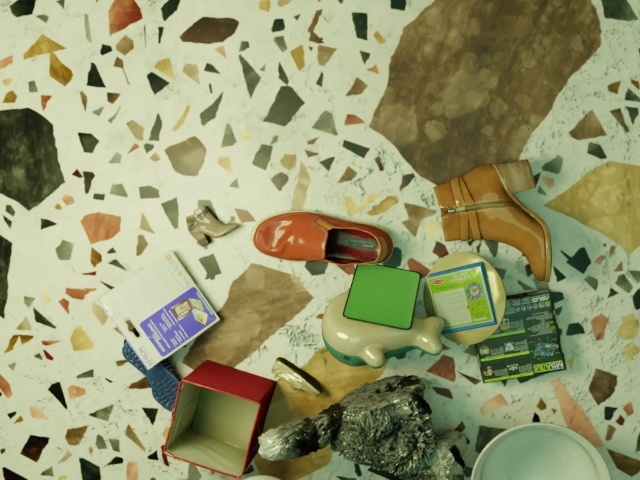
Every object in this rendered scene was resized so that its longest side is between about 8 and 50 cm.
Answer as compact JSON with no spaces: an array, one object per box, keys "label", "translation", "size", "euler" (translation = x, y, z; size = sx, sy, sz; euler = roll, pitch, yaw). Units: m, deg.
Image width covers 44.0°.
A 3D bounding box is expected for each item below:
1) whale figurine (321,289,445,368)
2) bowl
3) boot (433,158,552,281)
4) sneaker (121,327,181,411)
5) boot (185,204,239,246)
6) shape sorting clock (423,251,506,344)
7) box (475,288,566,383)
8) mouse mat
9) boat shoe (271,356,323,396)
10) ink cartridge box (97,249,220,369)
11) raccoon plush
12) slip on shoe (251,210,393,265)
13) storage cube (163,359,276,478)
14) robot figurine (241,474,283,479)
[{"label":"whale figurine","translation":[0.138,0.212,1.773],"size":[0.271,0.216,0.141],"euler":[7,133,6]},{"label":"bowl","translation":[0.482,0.529,1.761],"size":[0.297,0.134,0.298],"euler":[1,96,8]},{"label":"boot","translation":[0.380,-0.025,1.737],"size":[0.220,0.109,0.284],"euler":[-16,91,8]},{"label":"sneaker","translation":[-0.390,0.307,1.908],"size":[0.081,0.090,0.232],"euler":[-27,112,9]},{"label":"boot","translation":[-0.260,-0.043,1.869],"size":[0.118,0.042,0.087],"euler":[-27,89,10]},{"label":"shape sorting clock","translation":[0.319,0.128,1.762],"size":[0.206,0.040,0.206],"euler":[6,99,39]},{"label":"box","translation":[0.441,0.216,1.784],"size":[0.190,0.045,0.184],"euler":[-12,95,10]},{"label":"mouse mat","translation":[0.139,0.121,1.764],"size":[0.152,0.190,0.007],"euler":[11,130,8]},{"label":"boat shoe","translation":[-0.056,0.329,1.871],"size":[0.135,0.050,0.045],"euler":[35,103,14]},{"label":"ink cartridge box","translation":[-0.379,0.162,1.858],"size":[0.208,0.045,0.206],"euler":[-35,90,-21]},{"label":"raccoon plush","translation":[0.114,0.492,1.773],"size":[0.446,0.216,0.299],"euler":[-17,96,5]},{"label":"slip on shoe","translation":[0.000,0.000,1.804],"size":[0.331,0.101,0.123],"euler":[7,98,9]},{"label":"storage cube","translation":[-0.225,0.407,1.828],"size":[0.214,0.193,0.184],"euler":[15,97,6]},{"label":"robot figurine","translation":[-0.143,0.647,1.770],"size":[0.299,0.353,0.200],"euler":[25,56,2]}]
